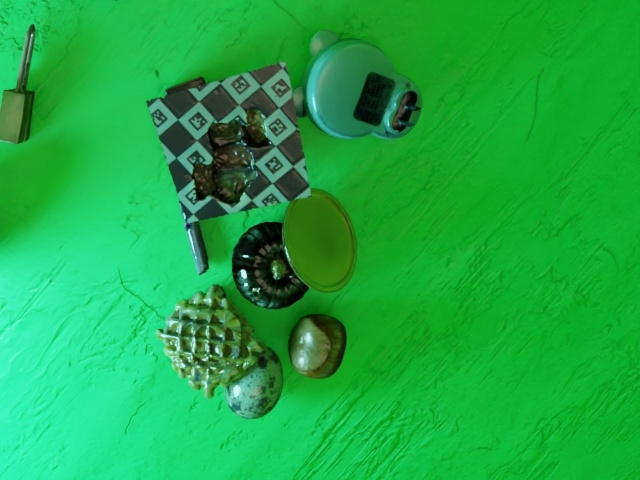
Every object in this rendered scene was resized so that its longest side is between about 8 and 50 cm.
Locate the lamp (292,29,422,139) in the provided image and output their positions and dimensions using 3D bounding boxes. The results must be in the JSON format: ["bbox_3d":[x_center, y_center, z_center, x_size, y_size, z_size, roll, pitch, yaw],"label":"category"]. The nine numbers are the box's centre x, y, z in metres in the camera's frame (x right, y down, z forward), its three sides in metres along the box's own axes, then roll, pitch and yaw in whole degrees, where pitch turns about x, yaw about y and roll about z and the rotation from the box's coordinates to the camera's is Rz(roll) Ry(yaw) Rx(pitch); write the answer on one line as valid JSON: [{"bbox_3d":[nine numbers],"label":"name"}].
[{"bbox_3d":[0.085,-0.311,1.699,0.284,0.147,0.209,20,102,-9],"label":"lamp"}]

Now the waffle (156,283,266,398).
[{"bbox_3d":[-0.255,0.225,1.785,0.204,0.054,0.223,-40,80,9],"label":"waffle"}]

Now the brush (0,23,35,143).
[{"bbox_3d":[-0.590,-0.311,1.576,0.047,0.103,0.233,10,102,-11],"label":"brush"}]

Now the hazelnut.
[{"bbox_3d":[0.002,0.247,1.849,0.150,0.150,0.150,-3,106,-12],"label":"hazelnut"}]

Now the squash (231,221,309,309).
[{"bbox_3d":[-0.104,0.055,1.761,0.193,0.156,0.193,8,68,-21],"label":"squash"}]

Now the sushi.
[{"bbox_3d":[-0.183,-0.205,1.678,0.294,0.059,0.292,-13,112,1],"label":"sushi"}]

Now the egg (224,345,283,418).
[{"bbox_3d":[-0.150,0.325,1.837,0.132,0.132,0.172,19,89,-17],"label":"egg"}]

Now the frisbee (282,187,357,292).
[{"bbox_3d":[0.000,0.000,1.762,0.236,0.017,0.236,17,66,-43],"label":"frisbee"}]

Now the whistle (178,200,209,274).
[{"bbox_3d":[-0.278,-0.009,1.766,0.033,0.033,0.176,-15,108,-8],"label":"whistle"}]

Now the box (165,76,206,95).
[{"bbox_3d":[-0.275,-0.303,1.667,0.084,0.063,0.060,-22,107,-5],"label":"box"}]
